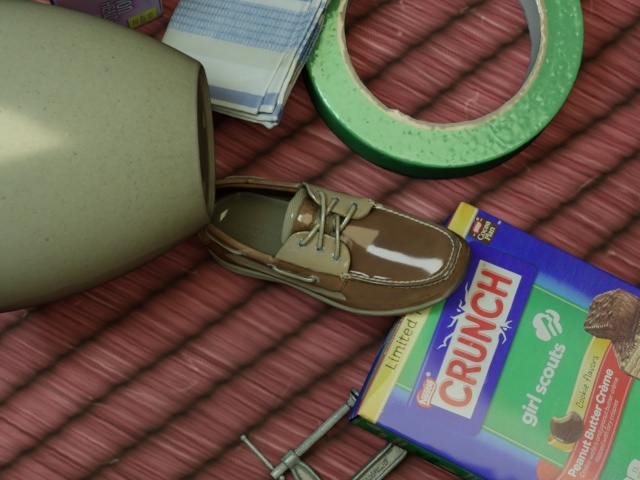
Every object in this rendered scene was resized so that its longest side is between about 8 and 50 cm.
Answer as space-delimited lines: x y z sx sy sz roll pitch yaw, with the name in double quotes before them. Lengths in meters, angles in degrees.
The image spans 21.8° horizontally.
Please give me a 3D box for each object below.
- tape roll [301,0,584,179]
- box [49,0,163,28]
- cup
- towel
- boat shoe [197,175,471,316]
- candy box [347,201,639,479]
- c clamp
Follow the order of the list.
"tape roll" 0.136 -0.232 1.896 0.321 0.077 0.321 0 80 -3
"box" -0.277 -0.362 1.828 0.117 0.213 0.243 -24 83 -7
"cup" -0.234 -0.094 1.720 0.237 0.331 0.331 -3 81 1
"towel" -0.070 -0.270 1.868 0.209 0.034 0.285 16 77 37
"boat shoe" 0.000 0.000 1.772 0.324 0.116 0.123 7 70 26
"candy box" 0.229 0.146 1.811 0.317 0.122 0.268 26 77 2
"c clamp" 0.015 0.224 1.845 0.161 0.022 0.137 -37 84 -7
